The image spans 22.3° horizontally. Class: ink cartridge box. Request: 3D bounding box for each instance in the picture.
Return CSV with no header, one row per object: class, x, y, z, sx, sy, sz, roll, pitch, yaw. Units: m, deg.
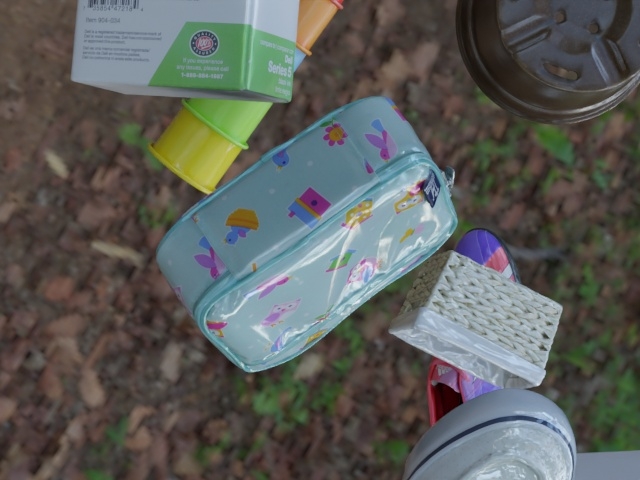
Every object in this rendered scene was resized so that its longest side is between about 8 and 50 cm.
ink cartridge box,-0.125,-0.280,1.592,0.114,0.198,0.273,5,90,-66

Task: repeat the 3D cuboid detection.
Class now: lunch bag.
lunch bag,0.000,0.000,1.530,0.279,0.108,0.224,-34,152,-1

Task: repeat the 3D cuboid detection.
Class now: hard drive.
hard drive,0.298,0.330,2.153,0.210,0.318,0.040,-30,114,-70

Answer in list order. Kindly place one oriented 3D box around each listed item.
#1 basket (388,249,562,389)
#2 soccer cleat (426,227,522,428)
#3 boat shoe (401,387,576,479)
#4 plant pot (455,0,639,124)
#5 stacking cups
basket,0.181,0.092,1.867,0.103,0.167,0.113,-67,-169,-13
soccer cleat,0.194,0.141,2.125,0.116,0.108,0.318,3,89,-45
boat shoe,0.082,0.286,1.254,0.367,0.135,0.156,-56,-166,27
plant pot,0.188,-0.171,1.228,0.165,0.167,0.167,-60,173,-85
stacking cups,-0.057,-0.197,1.768,0.316,0.096,0.096,-51,149,7
